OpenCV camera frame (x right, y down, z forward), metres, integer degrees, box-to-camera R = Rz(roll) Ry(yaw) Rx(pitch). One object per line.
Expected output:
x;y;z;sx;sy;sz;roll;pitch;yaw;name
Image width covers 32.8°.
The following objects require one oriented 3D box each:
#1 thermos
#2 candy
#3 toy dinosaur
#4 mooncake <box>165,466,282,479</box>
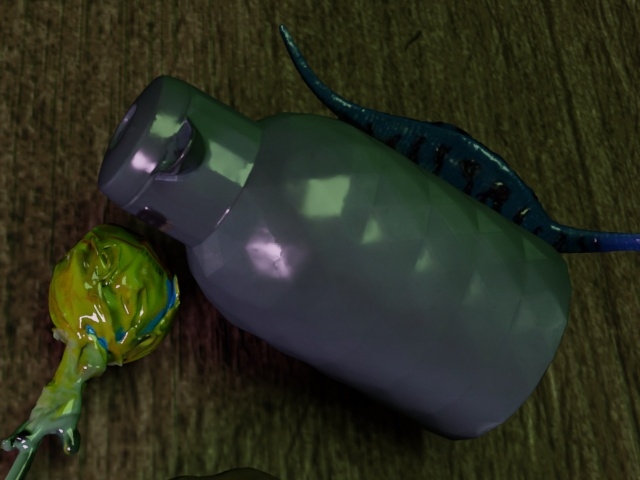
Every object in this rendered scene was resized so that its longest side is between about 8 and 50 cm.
0.000;0.000;0.676;0.286;0.182;0.145;30;84;-19;thermos
-0.150;0.103;0.592;0.077;0.073;0.262;36;55;-19;candy
0.099;-0.027;0.781;0.329;0.144;0.076;30;53;8;toy dinosaur
-0.046;0.230;0.527;0.228;0.124;0.228;12;54;-17;mooncake
